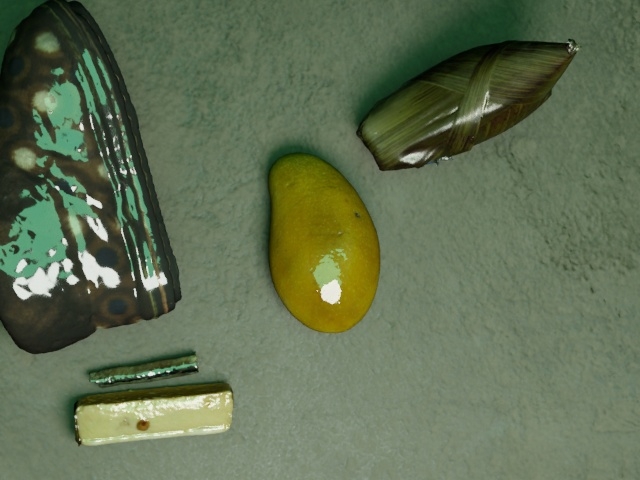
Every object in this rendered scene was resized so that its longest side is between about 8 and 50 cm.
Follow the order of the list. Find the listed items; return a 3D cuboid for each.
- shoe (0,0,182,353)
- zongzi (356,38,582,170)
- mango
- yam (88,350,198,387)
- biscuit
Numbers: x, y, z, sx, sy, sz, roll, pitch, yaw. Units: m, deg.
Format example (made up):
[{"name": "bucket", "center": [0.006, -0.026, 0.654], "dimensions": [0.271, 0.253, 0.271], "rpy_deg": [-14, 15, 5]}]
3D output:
[{"name": "shoe", "center": [-0.317, -0.068, 1.408], "dimensions": [0.237, 0.171, 0.384], "rpy_deg": [-18, 97, -14]}, {"name": "zongzi", "center": [0.170, -0.159, 1.457], "dimensions": [0.221, 0.242, 0.112], "rpy_deg": [-31, 98, -13]}, {"name": "mango", "center": [0.000, 0.000, 1.498], "dimensions": [0.136, 0.099, 0.227], "rpy_deg": [-14, 80, -3]}, {"name": "yam", "center": [-0.211, 0.157, 1.486], "dimensions": [0.129, 0.033, 0.027], "rpy_deg": [-8, 115, -6]}, {"name": "biscuit", "center": [-0.196, 0.207, 1.472], "dimensions": [0.188, 0.052, 0.056], "rpy_deg": [-5, 100, -9]}]
